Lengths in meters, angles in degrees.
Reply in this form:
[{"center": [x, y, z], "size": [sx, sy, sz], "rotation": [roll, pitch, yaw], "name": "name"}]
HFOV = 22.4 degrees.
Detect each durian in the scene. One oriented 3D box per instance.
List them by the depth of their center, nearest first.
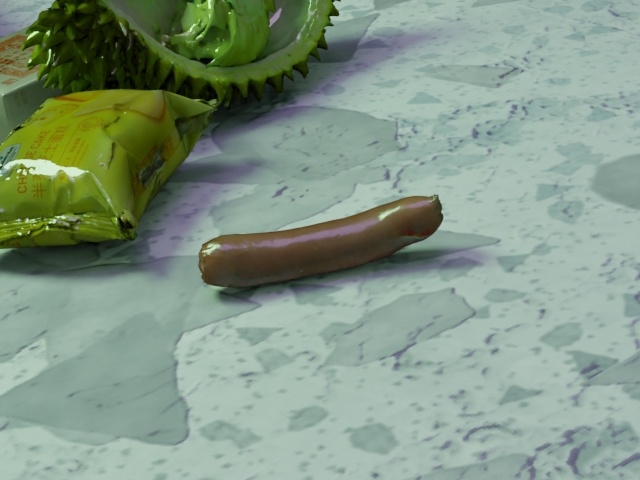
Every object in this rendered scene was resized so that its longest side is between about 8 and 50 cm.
[{"center": [-0.118, -0.202, 1.455], "size": [0.157, 0.170, 0.355], "rotation": [14, 26, 43], "name": "durian"}]

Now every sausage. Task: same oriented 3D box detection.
[{"center": [0.000, 0.001, 1.141], "size": [0.176, 0.047, 0.040], "rotation": [-11, 29, -2], "name": "sausage"}]

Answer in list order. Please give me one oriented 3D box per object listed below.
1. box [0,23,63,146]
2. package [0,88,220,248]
[{"center": [-0.263, -0.157, 1.539], "size": [0.141, 0.058, 0.201], "rotation": [15, 35, 40], "name": "box"}, {"center": [-0.187, -0.060, 1.276], "size": [0.168, 0.090, 0.226], "rotation": [-2, 29, 18], "name": "package"}]
